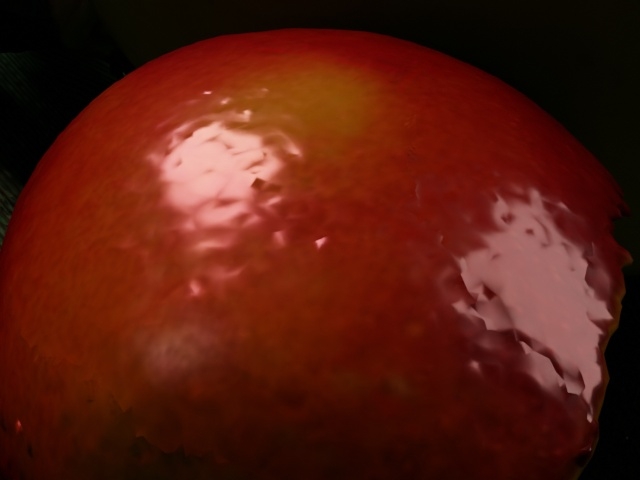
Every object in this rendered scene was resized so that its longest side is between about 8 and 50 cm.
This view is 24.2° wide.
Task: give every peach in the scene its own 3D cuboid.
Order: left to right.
[{"bbox_3d":[0.011,0.042,0.424,0.196,0.190,0.226,44,1,-45],"label":"peach"}]

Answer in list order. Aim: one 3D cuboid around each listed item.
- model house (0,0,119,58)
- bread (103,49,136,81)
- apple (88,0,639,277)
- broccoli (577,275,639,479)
[{"bbox_3d":[-0.170,-0.187,0.745,0.189,0.195,0.214,56,16,25],"label":"model house"},{"bbox_3d":[-0.009,-0.104,0.954,0.324,0.167,0.277,44,31,-18],"label":"bread"},{"bbox_3d":[0.089,-0.214,0.608,0.473,0.473,0.473,42,9,-8],"label":"apple"},{"bbox_3d":[0.242,0.134,0.750,0.297,0.297,0.297,166,-90,-78],"label":"broccoli"}]
